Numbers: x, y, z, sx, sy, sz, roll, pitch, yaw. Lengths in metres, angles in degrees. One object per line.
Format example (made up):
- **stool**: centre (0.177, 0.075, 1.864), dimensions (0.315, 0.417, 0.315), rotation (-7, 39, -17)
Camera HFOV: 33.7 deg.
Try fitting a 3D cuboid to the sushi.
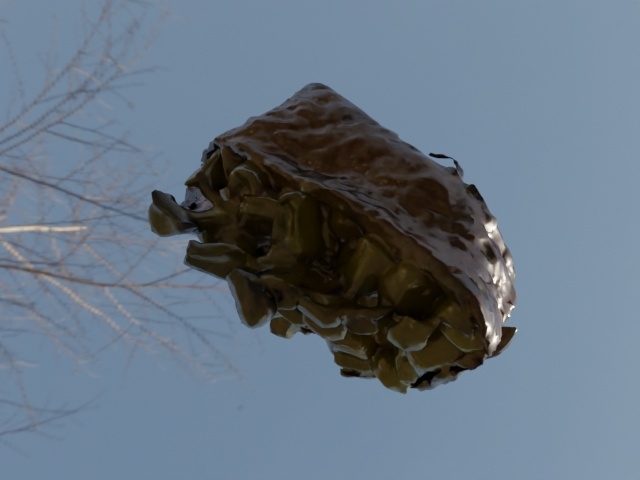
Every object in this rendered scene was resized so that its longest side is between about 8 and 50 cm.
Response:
- **sushi**: centre (0.001, 0.001, 0.659), dimensions (0.179, 0.166, 0.296), rotation (-34, -126, -15)
